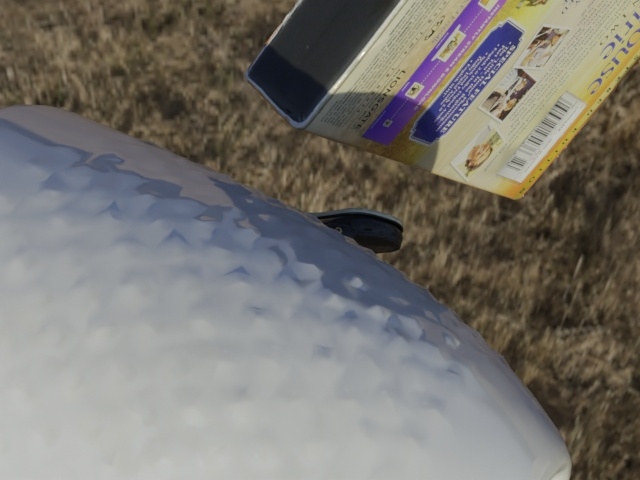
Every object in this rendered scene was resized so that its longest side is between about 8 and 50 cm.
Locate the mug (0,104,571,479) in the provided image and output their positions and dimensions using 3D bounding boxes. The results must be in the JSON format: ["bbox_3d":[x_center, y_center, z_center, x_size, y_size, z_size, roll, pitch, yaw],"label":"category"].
[{"bbox_3d":[-0.080,0.128,0.603,0.328,0.276,0.374,24,29,20],"label":"mug"}]

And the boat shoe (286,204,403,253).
[{"bbox_3d":[-0.001,0.001,0.880,0.133,0.049,0.042,3,61,-27],"label":"boat shoe"}]

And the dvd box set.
[{"bbox_3d":[0.154,-0.181,0.906,0.062,0.420,0.307,45,106,22],"label":"dvd box set"}]
